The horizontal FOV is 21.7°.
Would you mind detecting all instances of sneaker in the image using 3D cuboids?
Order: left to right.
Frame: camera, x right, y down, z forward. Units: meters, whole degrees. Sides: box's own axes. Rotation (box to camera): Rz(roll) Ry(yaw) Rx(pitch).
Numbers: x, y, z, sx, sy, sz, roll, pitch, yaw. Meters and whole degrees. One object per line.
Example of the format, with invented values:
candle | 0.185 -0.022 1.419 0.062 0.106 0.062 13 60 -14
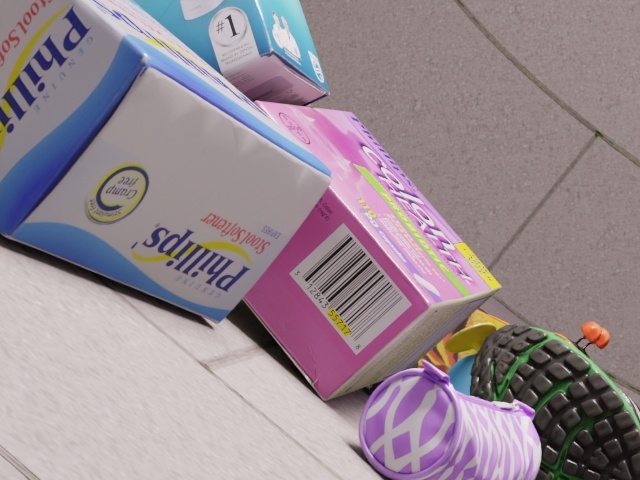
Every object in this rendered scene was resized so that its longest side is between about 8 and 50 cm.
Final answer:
sneaker | 0.272 0.216 1.549 0.343 0.134 0.146 47 14 4

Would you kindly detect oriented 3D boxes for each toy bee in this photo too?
toy bee | 0.210 0.131 1.687 0.298 0.162 0.195 39 4 9

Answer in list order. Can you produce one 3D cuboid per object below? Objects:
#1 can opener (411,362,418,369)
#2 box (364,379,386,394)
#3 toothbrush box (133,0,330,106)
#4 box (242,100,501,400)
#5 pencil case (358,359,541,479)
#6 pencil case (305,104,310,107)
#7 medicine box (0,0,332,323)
can opener | 0.035 0.074 1.574 0.186 0.073 0.059 45 -7 -34
box | 0.055 0.127 1.462 0.083 0.018 0.067 39 6 10
toothbrush box | -0.148 -0.223 1.422 0.126 0.216 0.295 28 40 -64
box | 0.016 0.004 1.387 0.213 0.117 0.243 50 15 11
pencil case | 0.104 0.149 1.259 0.086 0.088 0.206 39 6 27
pencil case | -0.139 -0.196 2.111 0.167 0.160 0.386 10 -2 17
medicine box | -0.179 -0.102 1.180 0.289 0.149 0.263 41 6 30
